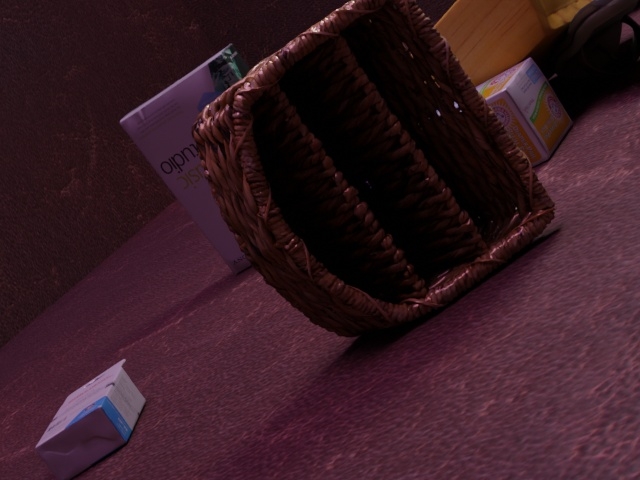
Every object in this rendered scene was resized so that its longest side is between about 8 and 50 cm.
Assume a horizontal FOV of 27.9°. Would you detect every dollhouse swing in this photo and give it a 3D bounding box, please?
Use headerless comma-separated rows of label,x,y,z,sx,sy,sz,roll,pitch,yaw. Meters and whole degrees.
dollhouse swing,0.230,-0.375,1.790,0.347,0.305,0.315,-33,-10,-50

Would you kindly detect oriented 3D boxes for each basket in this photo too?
basket,0.038,-0.063,1.280,0.213,0.299,0.223,-41,12,-33

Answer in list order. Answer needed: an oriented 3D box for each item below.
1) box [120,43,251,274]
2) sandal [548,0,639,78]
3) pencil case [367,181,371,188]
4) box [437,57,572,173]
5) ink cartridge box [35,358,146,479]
box,-0.140,-0.124,2.073,0.232,0.322,0.058,-29,16,30
sandal,0.373,-0.256,1.683,0.120,0.086,0.303,-41,-7,1
pencil case,0.114,-0.086,1.751,0.206,0.088,0.086,-44,-12,-52
box,0.198,-0.128,1.631,0.203,0.103,0.114,-27,13,38
ink cartridge box,-0.288,0.228,1.654,0.104,0.060,0.180,-33,10,10
